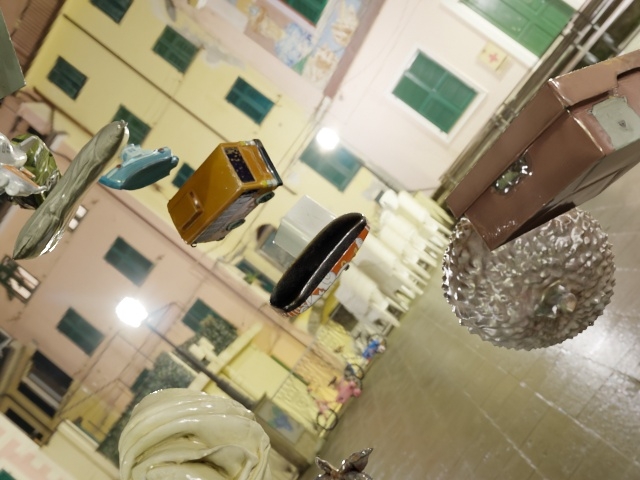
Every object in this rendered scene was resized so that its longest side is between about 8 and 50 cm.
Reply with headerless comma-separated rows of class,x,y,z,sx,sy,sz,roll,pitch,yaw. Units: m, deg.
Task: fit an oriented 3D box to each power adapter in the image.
power adapter,0.000,0.000,1.535,0.125,0.205,0.130,-49,-8,-38

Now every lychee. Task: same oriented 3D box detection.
lychee,0.466,0.060,1.370,0.380,0.380,0.432,-54,19,15

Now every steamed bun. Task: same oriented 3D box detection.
steamed bun,-0.226,0.403,1.090,0.276,0.289,0.203,-7,-29,-22

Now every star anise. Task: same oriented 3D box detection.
star anise,0.050,0.612,1.485,0.208,0.063,0.172,-21,42,30

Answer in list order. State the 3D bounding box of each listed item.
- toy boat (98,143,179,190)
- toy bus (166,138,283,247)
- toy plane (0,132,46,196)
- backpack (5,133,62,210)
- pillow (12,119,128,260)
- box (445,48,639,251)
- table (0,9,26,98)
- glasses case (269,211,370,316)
toy boat,-0.483,-0.196,1.544,0.215,0.102,0.088,-34,-24,-37
toy bus,-0.169,-0.074,0.992,0.114,0.098,0.201,-15,-17,-49
toy plane,-0.672,-0.179,1.210,0.117,0.244,0.244,-47,-4,2
backpack,-0.963,-0.229,1.945,0.253,0.140,0.207,94,-178,-54
pillow,-0.338,-0.072,0.811,0.230,0.050,0.148,-55,22,-2
box,0.278,-0.097,0.647,0.215,0.086,0.215,-23,-18,-26
table,-0.670,-0.387,1.099,0.121,0.111,0.240,-64,-24,-52
glasses case,0.001,0.043,1.155,0.267,0.067,0.103,-50,26,-24
